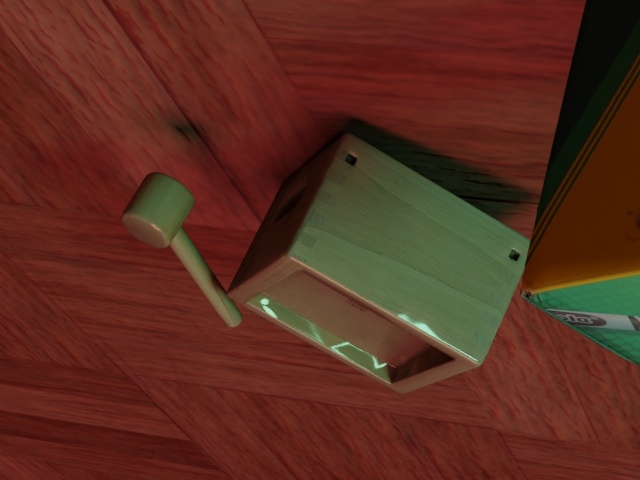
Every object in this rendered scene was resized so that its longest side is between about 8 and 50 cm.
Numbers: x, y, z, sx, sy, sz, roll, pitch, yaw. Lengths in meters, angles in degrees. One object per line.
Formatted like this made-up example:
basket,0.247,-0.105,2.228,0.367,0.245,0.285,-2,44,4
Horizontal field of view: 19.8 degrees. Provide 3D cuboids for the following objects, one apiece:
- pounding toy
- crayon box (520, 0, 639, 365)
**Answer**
pounding toy,-0.008,-0.001,1.085,0.206,0.094,0.181,30,160,-10
crayon box,0.214,-0.053,0.700,0.081,0.165,0.278,30,154,-31
